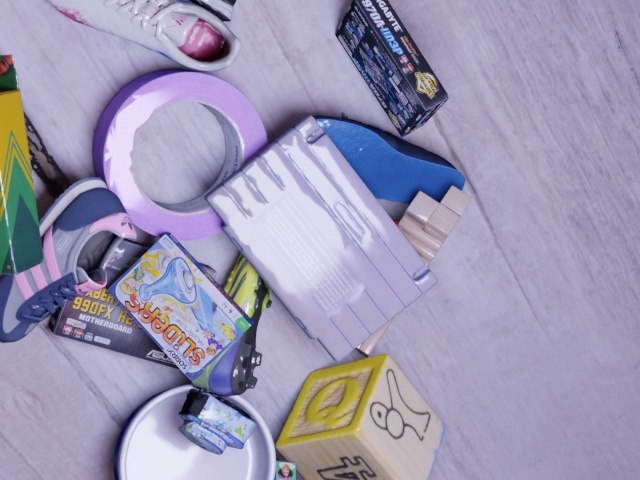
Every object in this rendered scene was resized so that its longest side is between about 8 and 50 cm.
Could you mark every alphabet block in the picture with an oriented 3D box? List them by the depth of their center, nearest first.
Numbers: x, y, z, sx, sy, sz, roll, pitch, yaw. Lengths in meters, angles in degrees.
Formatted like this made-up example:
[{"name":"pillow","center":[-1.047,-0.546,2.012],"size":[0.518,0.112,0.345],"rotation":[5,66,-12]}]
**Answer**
[{"name":"alphabet block","center":[0.074,0.343,2.068],"size":[0.197,0.193,0.192],"rotation":[53,39,-23]}]

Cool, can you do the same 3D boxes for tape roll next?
[{"name":"tape roll","center":[-0.228,-0.141,1.928],"size":[0.275,0.090,0.274],"rotation":[-5,102,-21]}]

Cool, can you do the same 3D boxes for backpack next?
[{"name":"backpack","center":[-0.170,0.300,1.909],"size":[0.114,0.105,0.084],"rotation":[30,74,-13]}]

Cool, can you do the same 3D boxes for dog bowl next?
[{"name":"dog bowl","center":[-0.214,0.376,1.994],"size":[0.265,0.104,0.264],"rotation":[2,82,-17]}]

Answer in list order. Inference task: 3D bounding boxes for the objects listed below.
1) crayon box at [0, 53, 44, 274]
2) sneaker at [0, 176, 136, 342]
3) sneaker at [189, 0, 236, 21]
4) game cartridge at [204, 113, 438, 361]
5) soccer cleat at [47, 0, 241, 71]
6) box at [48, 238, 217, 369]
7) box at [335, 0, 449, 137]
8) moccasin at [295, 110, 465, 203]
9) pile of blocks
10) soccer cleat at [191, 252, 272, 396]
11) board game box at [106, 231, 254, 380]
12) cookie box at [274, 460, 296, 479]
[{"name":"crayon box","center":[-0.536,-0.111,1.752],"size":[0.202,0.081,0.318],"rotation":[0,104,22]},{"name":"sneaker","center":[-0.406,0.059,1.831],"size":[0.319,0.131,0.112],"rotation":[-54,152,17]},{"name":"sneaker","center":[-0.208,-0.426,1.894],"size":[0.178,0.072,0.077],"rotation":[31,77,-33]},{"name":"game cartridge","center":[0.000,0.000,1.935],"size":[0.230,0.068,0.355],"rotation":[-37,102,1]},{"name":"soccer cleat","center":[-0.270,-0.358,1.831],"size":[0.331,0.143,0.116],"rotation":[20,93,-25]},{"name":"box","center":[-0.311,0.097,1.963],"size":[0.231,0.056,0.183],"rotation":[20,94,-25]},{"name":"box","center":[0.115,-0.292,1.949],"size":[0.051,0.175,0.220],"rotation":[-32,86,-13]},{"name":"moccasin","center":[0.088,-0.132,2.052],"size":[0.342,0.117,0.137],"rotation":[22,104,-30]},{"name":"pile of blocks","center":[0.127,0.041,2.082],"size":[0.113,0.149,0.362],"rotation":[34,106,5]},{"name":"soccer cleat","center":[-0.150,0.122,1.982],"size":[0.093,0.121,0.289],"rotation":[57,38,-58]},{"name":"board game box","center":[-0.224,0.106,1.889],"size":[0.136,0.035,0.201],"rotation":[-44,90,8]},{"name":"cookie box","center":[-0.066,0.447,2.009],"size":[0.040,0.107,0.091],"rotation":[6,132,-9]}]
